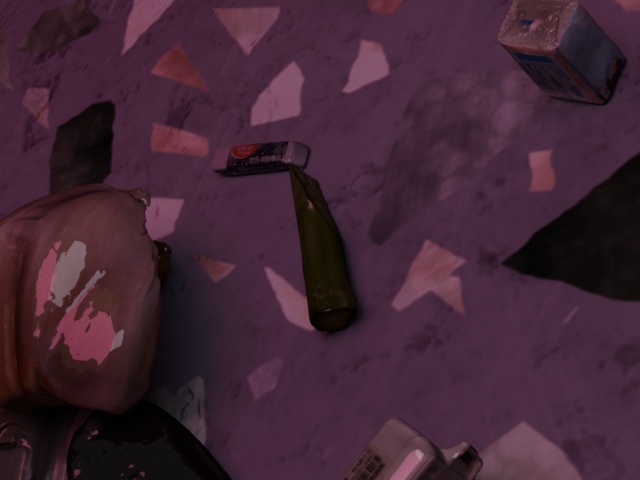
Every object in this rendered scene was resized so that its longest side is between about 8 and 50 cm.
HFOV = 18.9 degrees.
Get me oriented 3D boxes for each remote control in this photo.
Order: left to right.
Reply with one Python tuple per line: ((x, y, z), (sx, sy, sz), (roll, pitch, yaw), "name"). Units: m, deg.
((-0.280, 0.297, 1.679), (0.128, 0.065, 0.335), (-9, 58, 27), "remote control")

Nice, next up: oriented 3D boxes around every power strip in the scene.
((-0.002, 0.279, 1.474), (0.338, 0.098, 0.058), (-50, 46, -3), "power strip")

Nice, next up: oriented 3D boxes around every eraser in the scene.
((-0.057, -0.077, 1.788), (0.099, 0.019, 0.027), (-4, 61, 34), "eraser")

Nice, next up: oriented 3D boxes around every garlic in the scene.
((-0.233, 0.039, 1.676), (0.217, 0.110, 0.228), (-8, 57, 35), "garlic")

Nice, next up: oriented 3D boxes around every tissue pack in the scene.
((0.201, -0.162, 1.611), (0.074, 0.094, 0.059), (16, 73, 41), "tissue pack")

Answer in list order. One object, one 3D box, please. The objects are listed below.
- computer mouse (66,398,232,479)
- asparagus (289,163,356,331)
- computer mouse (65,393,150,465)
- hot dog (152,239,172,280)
((-0.133, 0.225, 1.615), (0.122, 0.073, 0.217), (-42, 53, 1), "computer mouse")
((0.000, 0.000, 1.687), (0.041, 0.045, 0.178), (-5, 53, -6), "asparagus")
((-0.189, 0.169, 1.698), (0.096, 0.066, 0.039), (-62, 21, -10), "computer mouse")
((-0.237, 0.078, 1.785), (0.250, 0.076, 0.104), (-32, 29, 9), "hot dog")
